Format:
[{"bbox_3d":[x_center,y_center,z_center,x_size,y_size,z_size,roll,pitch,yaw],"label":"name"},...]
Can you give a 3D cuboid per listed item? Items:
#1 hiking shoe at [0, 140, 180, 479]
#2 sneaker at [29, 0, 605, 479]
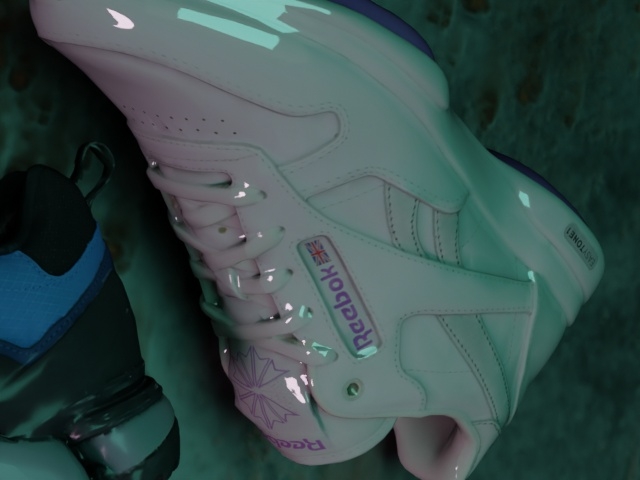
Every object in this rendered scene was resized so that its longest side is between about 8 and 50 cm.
[{"bbox_3d":[-0.193,0.055,0.533,0.304,0.113,0.132,-14,90,-41],"label":"hiking shoe"},{"bbox_3d":[0.000,0.000,0.621,0.305,0.114,0.152,37,76,-40],"label":"sneaker"}]
